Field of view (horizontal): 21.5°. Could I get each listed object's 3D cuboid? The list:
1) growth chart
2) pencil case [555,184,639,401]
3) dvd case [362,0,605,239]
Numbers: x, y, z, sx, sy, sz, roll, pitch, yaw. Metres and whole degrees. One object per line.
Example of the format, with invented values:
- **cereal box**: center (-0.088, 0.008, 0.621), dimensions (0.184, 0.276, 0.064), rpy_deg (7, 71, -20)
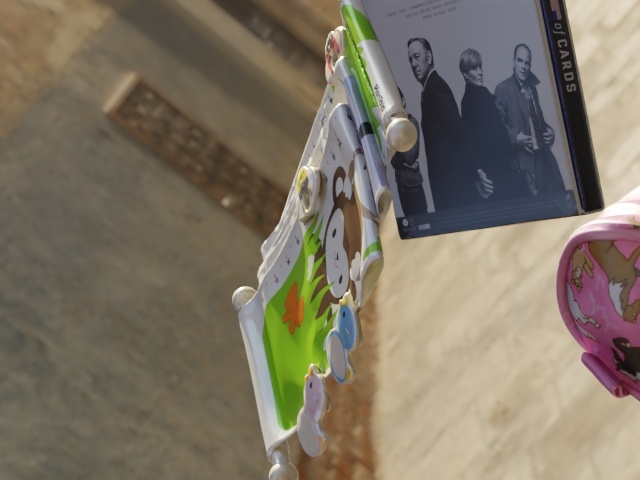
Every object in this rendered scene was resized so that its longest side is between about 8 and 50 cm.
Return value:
- **growth chart**: center (0.000, 0.000, 0.890), dimensions (0.172, 0.021, 0.237), rpy_deg (-112, 35, -53)
- **pencil case**: center (0.349, -0.021, 1.314), dimensions (0.386, 0.167, 0.160), rpy_deg (-31, 23, -34)
- **dvd case**: center (0.095, -0.126, 1.128), dimensions (0.029, 0.239, 0.179), rpy_deg (-13, 3, -38)
